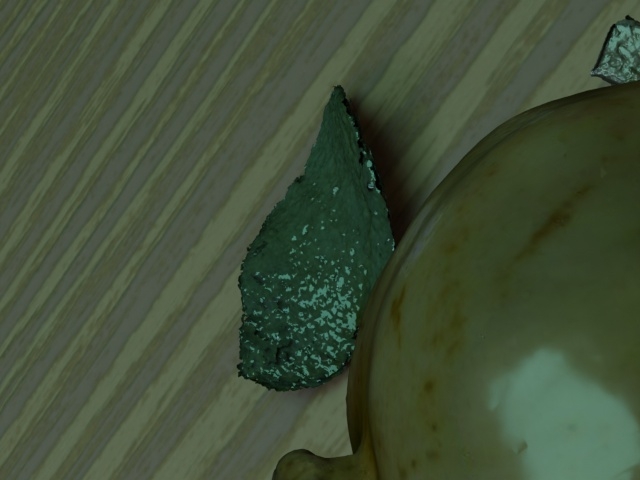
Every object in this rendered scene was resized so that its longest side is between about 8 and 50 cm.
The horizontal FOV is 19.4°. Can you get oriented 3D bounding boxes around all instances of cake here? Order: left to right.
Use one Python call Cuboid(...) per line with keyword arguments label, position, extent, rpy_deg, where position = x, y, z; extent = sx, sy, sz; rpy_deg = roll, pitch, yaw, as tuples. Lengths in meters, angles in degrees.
Cuboid(label="cake", position=(0.249, -0.104, 1.258), extent=(0.121, 0.065, 0.052), rpy_deg=(29, 94, 21))

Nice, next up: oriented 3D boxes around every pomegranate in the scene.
Cuboid(label="pomegranate", position=(0.170, 0.124, 0.998), extent=(0.411, 0.411, 0.411), rpy_deg=(-16, 64, 36))

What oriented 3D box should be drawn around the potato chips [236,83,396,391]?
Cuboid(label="potato chips", position=(-0.006, -0.001, 1.421), extent=(0.167, 0.059, 0.228), rpy_deg=(32, 101, 49))
